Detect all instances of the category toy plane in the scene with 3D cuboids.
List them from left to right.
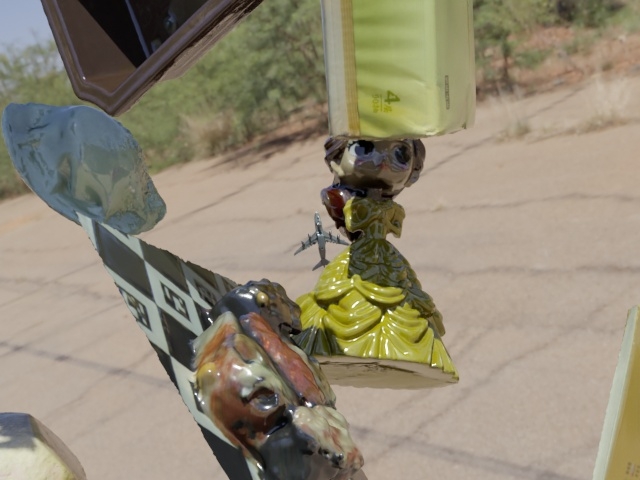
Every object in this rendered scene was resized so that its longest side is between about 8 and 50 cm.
[{"bbox_3d":[0.001,0.002,1.184,0.078,0.084,0.024,-10,28,-5],"label":"toy plane"}]

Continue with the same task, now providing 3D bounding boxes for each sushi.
[{"bbox_3d":[-0.030,0.099,0.684,0.059,0.294,0.292,-40,-25,7],"label":"sushi"}]

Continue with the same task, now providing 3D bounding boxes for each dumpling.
[{"bbox_3d":[-0.266,-0.091,1.016,0.108,0.219,0.152,-56,22,10],"label":"dumpling"}]

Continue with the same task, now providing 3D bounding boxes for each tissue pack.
[{"bbox_3d":[0.078,-0.215,0.844,0.125,0.234,0.159,1,10,23],"label":"tissue pack"}]

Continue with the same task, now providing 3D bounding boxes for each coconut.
[{"bbox_3d":[-0.454,0.347,1.170,0.259,0.259,0.259,-19,13,5],"label":"coconut"}]

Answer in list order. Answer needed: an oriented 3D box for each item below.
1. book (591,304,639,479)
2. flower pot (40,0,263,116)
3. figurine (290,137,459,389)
[{"bbox_3d":[0.546,0.269,1.138,0.389,0.269,0.032,21,-15,-10],"label":"book"},{"bbox_3d":[-0.109,-0.214,0.658,0.251,0.179,0.084,-29,-12,41],"label":"flower pot"},{"bbox_3d":[0.055,-0.007,0.962,0.187,0.315,0.168,-3,-21,16],"label":"figurine"}]
